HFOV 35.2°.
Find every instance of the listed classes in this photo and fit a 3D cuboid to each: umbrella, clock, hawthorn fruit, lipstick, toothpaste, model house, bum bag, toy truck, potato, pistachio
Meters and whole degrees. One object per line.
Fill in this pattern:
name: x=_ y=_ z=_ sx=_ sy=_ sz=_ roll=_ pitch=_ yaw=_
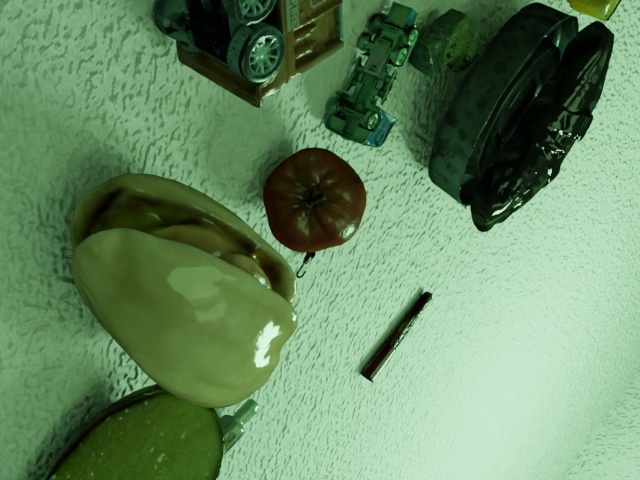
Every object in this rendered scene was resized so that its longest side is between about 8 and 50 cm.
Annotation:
umbrella: x=-0.002 y=0.000 z=1.338 sx=0.013 sy=0.022 sz=0.122 roll=45 pitch=64 yaw=-32
clock: x=0.263 y=-0.193 z=1.450 sx=0.312 sy=0.061 sz=0.312 roll=-48 pitch=159 yaw=-24
hawthorn fruit: x=-0.011 y=-0.050 z=1.199 sx=0.125 sy=0.140 sz=0.125 roll=-5 pitch=115 yaw=-11
lipstick: x=0.127 y=0.154 z=1.642 sx=0.176 sy=0.027 sz=0.027 roll=-52 pitch=148 yaw=-15
toothpaste: x=-0.174 y=0.305 z=1.325 sx=0.255 sy=0.037 sz=0.067 roll=-46 pitch=152 yaw=-16
model house: x=0.158 y=-0.246 z=1.311 sx=0.083 sy=0.066 sz=0.078 roll=-43 pitch=160 yaw=-24
bum bag: x=0.320 y=-0.151 z=1.425 sx=0.340 sy=0.095 sz=0.144 roll=-58 pitch=160 yaw=-5
toy truck: x=-0.058 y=-0.291 z=0.892 sx=0.162 sy=0.136 sz=0.305 roll=-33 pitch=139 yaw=-31
toy truck: x=0.074 y=-0.201 z=1.238 sx=0.081 sy=0.067 sz=0.175 roll=13 pitch=102 yaw=-64
potato: x=-0.226 y=0.277 z=1.152 sx=0.271 sy=0.160 sz=0.111 roll=-54 pitch=-169 yaw=-5
pistachio: x=-0.140 y=0.052 z=1.033 sx=0.318 sy=0.214 sz=0.193 roll=54 pitch=26 yaw=-47

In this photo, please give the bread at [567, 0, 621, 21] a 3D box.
bread: x=0.466 y=-0.456 z=1.557 sx=0.245 sy=0.094 sz=0.102 roll=-58 pitch=158 yaw=-2
